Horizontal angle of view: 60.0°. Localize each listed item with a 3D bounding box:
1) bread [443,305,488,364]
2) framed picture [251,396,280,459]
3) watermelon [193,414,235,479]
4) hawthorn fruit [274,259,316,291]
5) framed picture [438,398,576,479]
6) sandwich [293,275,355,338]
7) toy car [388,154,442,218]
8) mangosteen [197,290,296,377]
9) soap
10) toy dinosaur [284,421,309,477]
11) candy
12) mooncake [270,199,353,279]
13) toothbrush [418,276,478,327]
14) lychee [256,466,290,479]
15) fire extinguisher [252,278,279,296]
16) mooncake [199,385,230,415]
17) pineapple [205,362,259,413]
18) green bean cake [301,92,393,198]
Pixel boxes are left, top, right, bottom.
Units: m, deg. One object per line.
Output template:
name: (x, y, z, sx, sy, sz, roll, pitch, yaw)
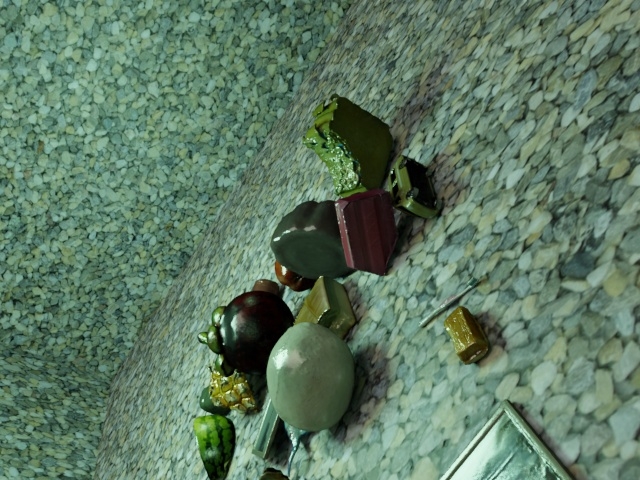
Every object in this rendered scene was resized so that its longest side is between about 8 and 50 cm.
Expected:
bread: (0.319, 0.207, 1.221, 0.074, 0.053, 0.132, -48, 27, 19)
framed picture: (-0.147, 0.536, 1.753, 0.213, 0.016, 0.289, 135, 156, -67)
watermelon: (-0.366, 0.710, 2.000, 0.129, 0.159, 0.303, -22, 27, -7)
hawthorn fruit: (-0.083, 0.097, 2.009, 0.169, 0.169, 0.188, -60, 19, 3)
framed picture: (0.303, 0.476, 0.998, 0.314, 0.024, 0.232, -55, 24, 11)
sandwich: (0.029, 0.214, 1.716, 0.186, 0.108, 0.219, -6, 56, 61)
toy car: (0.268, -0.141, 1.637, 0.124, 0.101, 0.256, -56, 21, 34)
mangosteen: (-0.230, 0.313, 1.885, 0.311, 0.311, 0.311, -44, 29, 33)
soap: (0.140, -0.015, 1.634, 0.099, 0.162, 0.249, -157, 54, -66)
toy dinosaur: (-0.071, 0.513, 1.630, 0.144, 0.077, 0.329, -62, 18, 23)
candy: (-0.039, 0.367, 1.514, 0.296, 0.185, 0.295, -11, 67, 29)
mooncake: (0.000, 0.000, 1.802, 0.306, 0.306, 0.154, -32, 31, 47)
toothbrush: (0.307, 0.153, 1.344, 0.204, 0.022, 0.017, -48, 24, 33)
lychee: (-0.130, 0.705, 1.315, 0.320, 0.270, 0.269, -42, 30, 21)
fire extinguisher: (-0.238, 0.324, 2.144, 0.147, 0.107, 0.336, 99, -179, -55)
mooncake: (-0.392, 0.586, 2.148, 0.175, 0.104, 0.168, -63, 18, -12)
pineapple: (-0.344, 0.486, 1.997, 0.159, 0.161, 0.334, -20, 33, -7)
green bean cake: (0.074, -0.310, 1.942, 0.202, 0.310, 0.284, -15, 48, 55)
